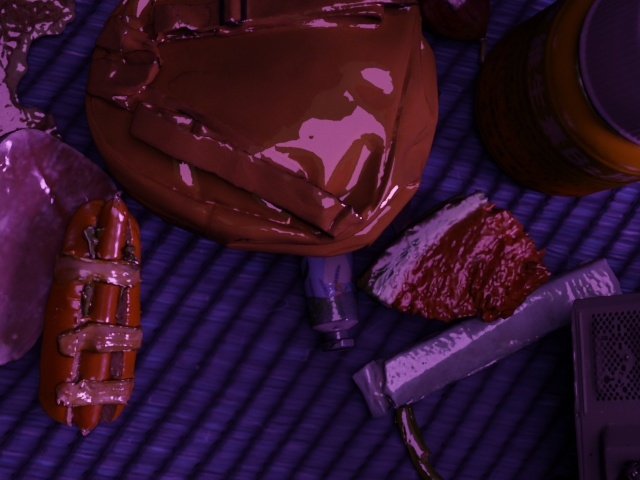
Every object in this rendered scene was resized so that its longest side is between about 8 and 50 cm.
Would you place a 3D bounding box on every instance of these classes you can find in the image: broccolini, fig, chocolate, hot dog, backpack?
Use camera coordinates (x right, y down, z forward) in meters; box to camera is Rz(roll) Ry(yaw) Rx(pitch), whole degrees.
[{"bbox_3d":[0.199,0.271,1.517,0.271,0.062,0.123,45,68,-1],"label":"broccolini"},{"bbox_3d":[0.173,-0.268,1.571,0.125,0.089,0.089,44,75,-31],"label":"fig"},{"bbox_3d":[-0.344,0.005,1.412,0.157,0.080,0.254,35,78,-35],"label":"chocolate"},{"bbox_3d":[-0.239,0.077,1.407,0.109,0.072,0.270,3,98,-39],"label":"hot dog"},{"bbox_3d":[-0.057,-0.155,1.431,0.378,0.201,0.354,19,72,6],"label":"backpack"}]

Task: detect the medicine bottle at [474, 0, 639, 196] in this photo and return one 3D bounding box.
[{"bbox_3d":[0.332,-0.176,1.424,0.224,0.384,0.225,2,84,-15],"label":"medicine bottle"}]

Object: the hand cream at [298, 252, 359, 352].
[{"bbox_3d":[0.000,0.000,1.513,0.088,0.055,0.256,-7,77,-6],"label":"hand cream"}]

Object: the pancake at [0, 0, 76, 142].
[{"bbox_3d":[-0.386,-0.211,1.463,0.288,0.033,0.286,-44,92,-14],"label":"pancake"}]

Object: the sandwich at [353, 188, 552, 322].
[{"bbox_3d":[0.150,0.040,1.490,0.184,0.109,0.160,-41,75,-8],"label":"sandwich"}]

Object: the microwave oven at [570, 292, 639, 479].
[{"bbox_3d":[0.457,0.272,1.411,0.374,0.236,0.432,5,80,-40],"label":"microwave oven"}]

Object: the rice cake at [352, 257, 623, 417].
[{"bbox_3d":[0.196,0.110,1.528,0.336,0.063,0.066,-23,85,-14],"label":"rice cake"}]
